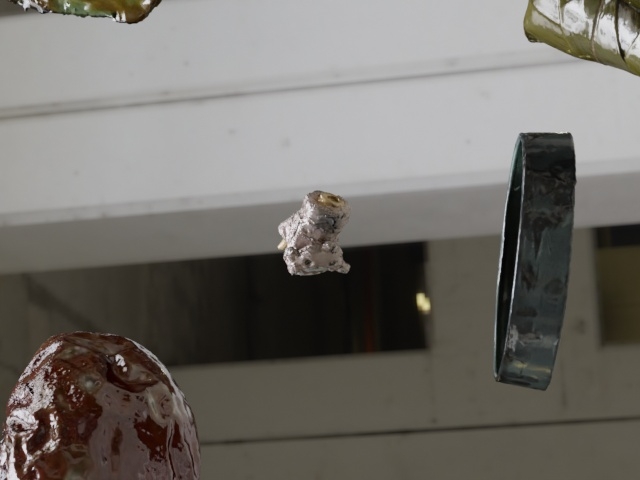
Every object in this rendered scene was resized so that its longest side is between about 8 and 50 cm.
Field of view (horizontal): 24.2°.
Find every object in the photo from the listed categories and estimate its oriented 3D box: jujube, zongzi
[{"bbox_3d":[-0.288,0.269,1.883,0.377,0.277,0.276,-131,29,-63],"label":"jujube"},{"bbox_3d":[0.425,-0.263,1.727,0.300,0.274,0.145,37,139,40],"label":"zongzi"}]

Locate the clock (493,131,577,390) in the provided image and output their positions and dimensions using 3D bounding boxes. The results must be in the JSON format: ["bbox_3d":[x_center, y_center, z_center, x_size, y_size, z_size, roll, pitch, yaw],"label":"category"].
[{"bbox_3d":[0.258,0.023,1.823,0.319,0.066,0.318,5,-90,-86],"label":"clock"}]

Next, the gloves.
[{"bbox_3d":[-0.007,-0.005,2.307,0.094,0.110,0.144,-110,19,-59],"label":"gloves"}]

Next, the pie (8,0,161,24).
[{"bbox_3d":[-0.288,-0.388,1.673,0.103,0.355,0.288,-54,-35,-45],"label":"pie"}]
